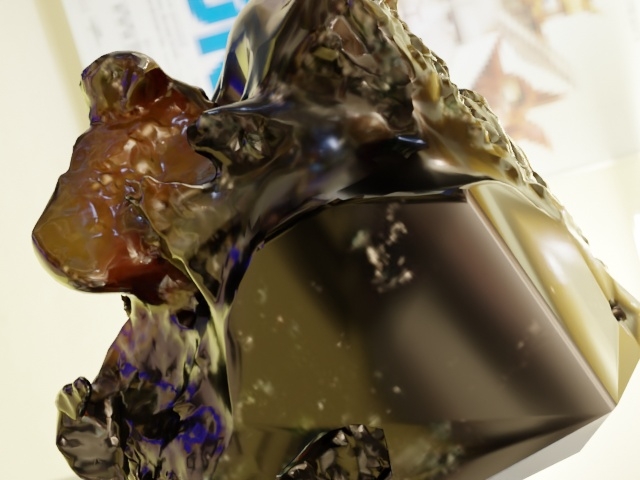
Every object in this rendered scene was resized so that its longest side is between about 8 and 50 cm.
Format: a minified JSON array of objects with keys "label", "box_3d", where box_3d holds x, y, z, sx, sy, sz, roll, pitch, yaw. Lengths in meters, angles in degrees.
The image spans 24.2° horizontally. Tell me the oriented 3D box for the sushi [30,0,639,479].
[{"label":"sushi","box_3d":[0.000,0.000,0.600,0.212,0.215,0.227,56,26,-2]}]
